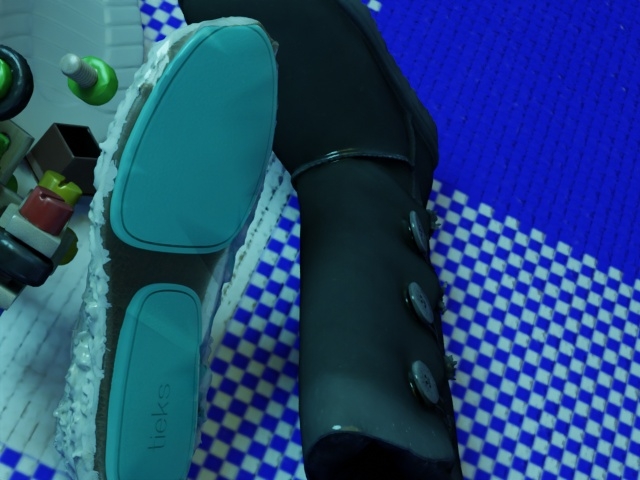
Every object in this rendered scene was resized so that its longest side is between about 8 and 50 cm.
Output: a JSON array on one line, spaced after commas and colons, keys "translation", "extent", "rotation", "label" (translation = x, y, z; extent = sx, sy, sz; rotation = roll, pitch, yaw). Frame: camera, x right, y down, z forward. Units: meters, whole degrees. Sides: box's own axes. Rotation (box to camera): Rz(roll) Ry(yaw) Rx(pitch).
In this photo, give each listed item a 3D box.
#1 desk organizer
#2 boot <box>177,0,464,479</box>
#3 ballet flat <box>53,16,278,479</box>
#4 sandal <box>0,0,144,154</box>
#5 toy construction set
[{"translation": [-0.208, -0.074, 1.301], "extent": [0.130, 0.050, 0.047], "rotation": [1, 51, -54], "label": "desk organizer"}, {"translation": [0.002, 0.001, 1.219], "extent": [0.367, 0.146, 0.445], "rotation": [39, 41, -40], "label": "boot"}, {"translation": [-0.144, 0.013, 1.121], "extent": [0.147, 0.147, 0.409], "rotation": [13, 94, -13], "label": "ballet flat"}, {"translation": [-0.274, -0.258, 1.416], "extent": [0.169, 0.102, 0.416], "rotation": [9, 65, -34], "label": "sandal"}, {"translation": [-0.291, 0.005, 1.155], "extent": [0.257, 0.237, 0.309], "rotation": [8, 84, 12], "label": "toy construction set"}]
